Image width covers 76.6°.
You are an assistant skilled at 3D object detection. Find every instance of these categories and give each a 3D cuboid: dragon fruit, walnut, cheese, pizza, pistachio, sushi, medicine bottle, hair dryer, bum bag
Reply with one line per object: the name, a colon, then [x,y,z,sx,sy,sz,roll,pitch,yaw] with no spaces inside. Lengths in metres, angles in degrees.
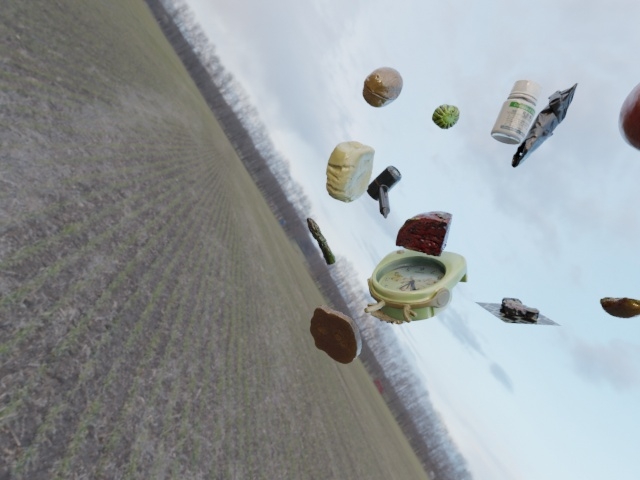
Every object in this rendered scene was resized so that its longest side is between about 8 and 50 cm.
dragon fruit: [0.283,-0.040,1.067,0.121,0.161,0.127,21,-60,21]
walnut: [0.269,-0.664,1.756,0.167,0.207,0.167,21,-48,24]
cheese: [0.111,-0.242,1.448,0.117,0.226,0.213,25,-62,30]
pizza: [0.286,0.283,1.641,0.154,0.194,0.069,-16,106,-55]
pistachio: [0.984,0.226,1.319,0.090,0.049,0.173,35,-9,0]
sushi: [0.754,0.258,1.555,0.219,0.232,0.047,-125,-139,-76]
medicine bottle: [0.813,-0.527,1.677,0.139,0.236,0.139,24,1,-1]
hair dryer: [0.333,-0.227,2.048,0.107,0.189,0.352,31,34,-21]
bum bag: [0.696,-0.359,1.258,0.074,0.310,0.137,34,7,17]

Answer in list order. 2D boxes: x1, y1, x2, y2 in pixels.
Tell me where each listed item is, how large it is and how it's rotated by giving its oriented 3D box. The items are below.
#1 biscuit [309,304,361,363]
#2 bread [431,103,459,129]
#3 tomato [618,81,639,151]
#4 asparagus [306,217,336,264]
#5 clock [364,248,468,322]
biscuit: [0.067,0.423,1.814,0.257,0.049,0.272,21,-56,27]
bread: [0.645,-0.635,2.075,0.139,0.130,0.071,21,24,-19]
tomato: [1.161,-0.407,1.290,0.293,0.325,0.289,83,19,-68]
asparagus: [0.000,0.000,1.232,0.036,0.030,0.165,-17,-71,41]
clock: [0.243,0.127,1.088,0.235,0.308,0.096,6,-61,36]
